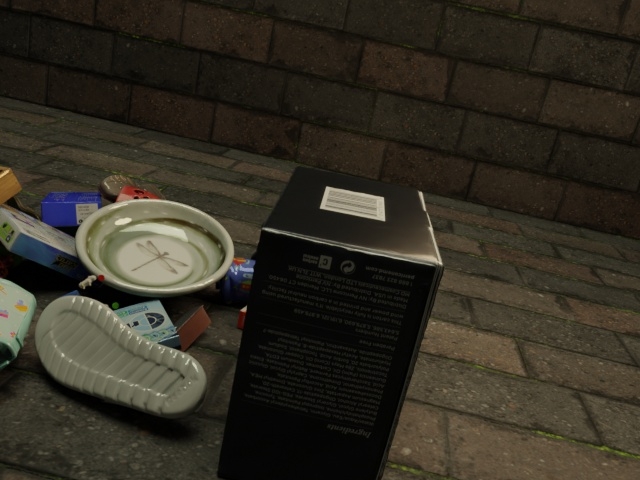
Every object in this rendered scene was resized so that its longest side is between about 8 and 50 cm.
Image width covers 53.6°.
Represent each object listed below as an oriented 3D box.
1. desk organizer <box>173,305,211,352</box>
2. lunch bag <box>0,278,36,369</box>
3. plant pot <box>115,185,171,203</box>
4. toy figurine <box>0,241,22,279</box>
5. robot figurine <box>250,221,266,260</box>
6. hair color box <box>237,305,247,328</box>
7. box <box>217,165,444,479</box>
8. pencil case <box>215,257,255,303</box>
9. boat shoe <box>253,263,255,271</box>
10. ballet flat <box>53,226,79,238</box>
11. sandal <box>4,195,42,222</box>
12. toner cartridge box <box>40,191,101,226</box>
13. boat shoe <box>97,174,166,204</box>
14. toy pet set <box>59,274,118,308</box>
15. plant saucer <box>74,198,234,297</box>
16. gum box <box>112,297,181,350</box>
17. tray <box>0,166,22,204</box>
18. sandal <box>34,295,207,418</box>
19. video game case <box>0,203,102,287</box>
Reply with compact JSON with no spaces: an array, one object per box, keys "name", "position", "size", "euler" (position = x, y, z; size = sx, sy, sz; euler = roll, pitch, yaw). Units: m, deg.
[{"name":"desk organizer","position":[-0.318,0.213,1.501],"size":[0.047,0.050,0.130],"euler":[-15,20,33]},{"name":"lunch bag","position":[-0.699,0.173,1.220],"size":[0.263,0.160,0.223],"euler":[1,20,-13]},{"name":"plant pot","position":[-0.544,-0.056,1.947],"size":[0.174,0.191,0.191],"euler":[17,18,-6]},{"name":"toy figurine","position":[-0.833,0.068,1.569],"size":[0.173,0.130,0.159],"euler":[29,21,-36]},{"name":"robot figurine","position":[-0.088,0.042,1.968],"size":[0.174,0.209,0.278],"euler":[4,12,34]},{"name":"hair color box","position":[-0.117,0.212,1.629],"size":[0.167,0.053,0.093],"euler":[18,18,14]},{"name":"box","position":[0.020,0.149,1.236],"size":[0.298,0.471,0.480],"euler":[11,19,1]},{"name":"pencil case","position":[-0.136,0.129,1.756],"size":[0.306,0.133,0.119],"euler":[10,-2,-9]},{"name":"boat shoe","position":[-0.020,0.129,1.655],"size":[0.324,0.120,0.122],"euler":[37,-20,-2]},{"name":"ballet flat","position":[-0.745,-0.031,1.956],"size":[0.168,0.057,0.052],"euler":[2,-8,-33]},{"name":"sandal","position":[-0.902,-0.074,1.938],"size":[0.219,0.089,0.060],"euler":[22,4,32]},{"name":"toner cartridge box","position":[-0.769,-0.102,1.975],"size":[0.165,0.075,0.348],"euler":[-1,9,-18]},{"name":"boat shoe","position":[-0.645,-0.132,2.141],"size":[0.123,0.116,0.324],"euler":[57,12,17]},{"name":"toy pet set","position":[-0.544,0.147,1.497],"size":[0.114,0.122,0.065],"euler":[-24,19,-17]},{"name":"plant saucer","position":[-0.433,0.038,1.665],"size":[0.401,0.100,0.400],"euler":[11,34,-8]},{"name":"gum box","position":[-0.413,0.206,1.414],"size":[0.157,0.041,0.184],"euler":[-15,29,-23]},{"name":"tray","position":[-0.954,-0.047,1.525],"size":[0.203,0.076,0.411],"euler":[11,42,28]},{"name":"sandal","position":[-0.400,0.246,1.248],"size":[0.416,0.169,0.102],"euler":[23,-22,24]},{"name":"video game case","position":[-0.720,0.009,1.655],"size":[0.244,0.061,0.269],"euler":[31,-4,42]}]
